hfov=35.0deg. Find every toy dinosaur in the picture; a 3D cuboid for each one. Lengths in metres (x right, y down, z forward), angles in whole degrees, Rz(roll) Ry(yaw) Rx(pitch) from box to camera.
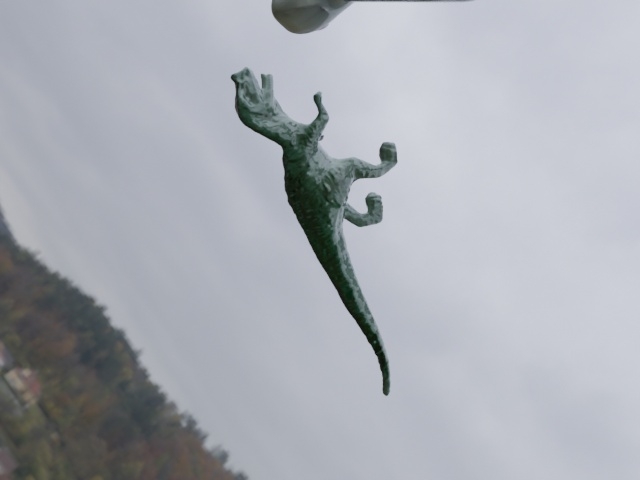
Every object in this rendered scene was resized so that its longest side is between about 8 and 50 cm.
[{"bbox_3d":[0.041,-0.023,1.045,0.383,0.129,0.076,60,-14,-13],"label":"toy dinosaur"}]

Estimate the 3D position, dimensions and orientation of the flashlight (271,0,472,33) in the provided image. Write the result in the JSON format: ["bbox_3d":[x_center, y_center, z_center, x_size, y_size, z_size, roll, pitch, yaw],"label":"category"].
[{"bbox_3d":[0.044,-0.174,0.640,0.200,0.093,0.047,9,-22,48],"label":"flashlight"}]
